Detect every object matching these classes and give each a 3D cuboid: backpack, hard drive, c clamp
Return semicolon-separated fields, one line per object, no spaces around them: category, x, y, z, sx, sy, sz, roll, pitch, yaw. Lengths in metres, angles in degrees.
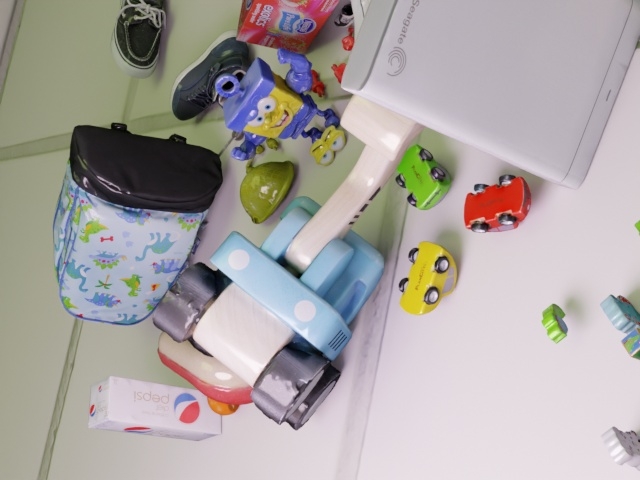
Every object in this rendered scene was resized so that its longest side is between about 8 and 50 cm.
backpack;-0.370;-0.011;1.724;0.355;0.290;0.273;-44;45;45
hard drive;0.203;-0.213;0.997;0.047;0.353;0.233;26;97;53
c clamp;-0.139;-0.208;1.669;0.137;0.022;0.161;-57;9;-4

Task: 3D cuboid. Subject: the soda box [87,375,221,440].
soda box;-0.269;0.279;1.520;0.069;0.216;0.074;-27;57;43

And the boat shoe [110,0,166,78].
boat shoe;-0.402;-0.508;2.094;0.105;0.113;0.306;130;149;-49

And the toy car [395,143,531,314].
toy car;0.167;-0.041;1.227;0.239;0.053;0.225;-49;42;27

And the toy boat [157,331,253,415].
toy boat;-0.160;0.215;1.500;0.231;0.151;0.151;19;122;54

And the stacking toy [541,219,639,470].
stacking toy;0.336;0.106;0.960;0.167;0.052;0.221;-47;42;27

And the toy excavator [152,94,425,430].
toy excavator;0.000;0.000;1.213;0.222;0.433;0.445;36;83;13

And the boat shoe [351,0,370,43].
boat shoe;0.101;-0.352;1.419;0.084;0.095;0.258;-20;63;29

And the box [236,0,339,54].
box;-0.049;-0.416;1.518;0.257;0.128;0.122;147;132;-71

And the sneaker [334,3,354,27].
sneaker;0.045;-0.378;1.531;0.083;0.037;0.032;-10;71;52

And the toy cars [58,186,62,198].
toy cars;-0.534;-0.038;2.095;0.176;0.087;0.393;-50;42;28

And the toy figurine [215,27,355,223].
toy figurine;-0.096;-0.213;1.497;0.362;0.217;0.191;-47;44;29

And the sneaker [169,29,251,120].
sneaker;-0.212;-0.278;1.780;0.226;0.086;0.163;-45;42;30
